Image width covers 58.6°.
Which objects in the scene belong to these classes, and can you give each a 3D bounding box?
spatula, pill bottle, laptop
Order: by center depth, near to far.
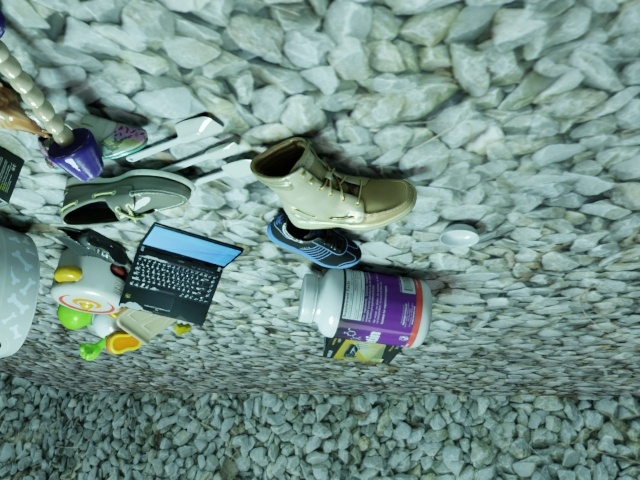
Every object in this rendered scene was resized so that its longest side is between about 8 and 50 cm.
[{"bbox_3d":[-0.238,-0.153,1.060,0.242,0.019,0.168,-9,152,35],"label":"spatula"},{"bbox_3d":[-0.356,0.095,1.450,0.234,0.264,0.136,18,-172,-23],"label":"laptop"},{"bbox_3d":[0.110,0.168,1.462,0.323,0.181,0.181,8,154,-6],"label":"pill bottle"}]

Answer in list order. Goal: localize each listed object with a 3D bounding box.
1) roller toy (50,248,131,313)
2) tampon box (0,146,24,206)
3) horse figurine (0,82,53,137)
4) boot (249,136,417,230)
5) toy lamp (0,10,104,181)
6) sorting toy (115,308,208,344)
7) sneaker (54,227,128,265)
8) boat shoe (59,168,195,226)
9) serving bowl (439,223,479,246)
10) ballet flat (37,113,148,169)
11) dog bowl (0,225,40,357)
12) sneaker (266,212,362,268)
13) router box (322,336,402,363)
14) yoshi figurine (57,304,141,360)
[{"bbox_3d":[-0.612,0.114,1.529,0.191,0.146,0.209,15,152,-21],"label":"roller toy"},{"bbox_3d":[-0.678,-0.136,1.074,0.120,0.101,0.161,-11,150,29],"label":"tampon box"},{"bbox_3d":[-0.575,-0.217,0.935,0.263,0.066,0.174,-10,144,24],"label":"horse figurine"},{"bbox_3d":[0.025,-0.104,1.023,0.262,0.095,0.203,-2,152,24],"label":"boot"},{"bbox_3d":[-0.418,-0.202,0.854,0.080,0.080,0.275,-3,137,17],"label":"toy lamp"},{"bbox_3d":[-0.442,0.205,1.660,0.041,0.229,0.307,45,167,24],"label":"sorting toy"},{"bbox_3d":[-0.574,0.018,1.439,0.089,0.051,0.170,-10,146,28],"label":"sneaker"},{"bbox_3d":[-0.390,-0.077,1.142,0.305,0.091,0.109,-2,154,21],"label":"boat shoe"},{"bbox_3d":[0.298,-0.015,1.223,0.083,0.027,0.083,5,154,2],"label":"serving bowl"},{"bbox_3d":[-0.406,-0.176,0.989,0.221,0.077,0.079,-7,132,24],"label":"ballet flat"},{"bbox_3d":[-0.796,0.128,1.396,0.348,0.349,0.102,-19,159,41],"label":"dog bowl"},{"bbox_3d":[0.000,0.000,1.250,0.232,0.081,0.090,18,159,-21],"label":"sneaker"},{"bbox_3d":[0.142,0.328,1.901,0.243,0.081,0.309,6,154,-2],"label":"router box"},{"bbox_3d":[-0.691,0.240,1.745,0.362,0.203,0.203,2,131,50],"label":"yoshi figurine"}]
